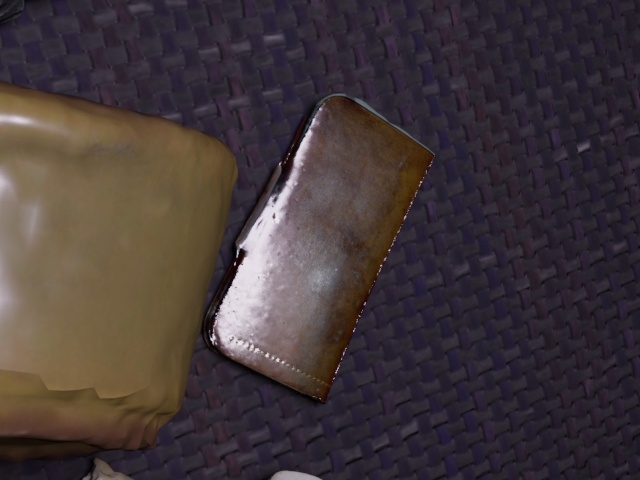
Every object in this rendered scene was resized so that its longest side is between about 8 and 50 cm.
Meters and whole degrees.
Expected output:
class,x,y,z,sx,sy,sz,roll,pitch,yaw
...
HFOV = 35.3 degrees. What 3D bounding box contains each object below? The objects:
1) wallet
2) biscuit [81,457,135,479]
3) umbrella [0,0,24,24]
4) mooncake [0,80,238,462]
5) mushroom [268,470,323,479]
class,x,y,z,sx,sy,sz,roll,pitch,yaw
wallet,0.000,0.000,0.878,0.137,0.031,0.255,30,78,-20
biscuit,-0.166,0.321,0.799,0.141,0.038,0.290,10,86,-24
umbrella,-0.291,-0.174,0.740,0.235,0.059,0.066,-20,122,-24
mooncake,-0.270,0.008,0.657,0.394,0.393,0.246,7,85,17
mushroom,-0.042,0.305,0.829,0.081,0.092,0.223,17,90,-36
